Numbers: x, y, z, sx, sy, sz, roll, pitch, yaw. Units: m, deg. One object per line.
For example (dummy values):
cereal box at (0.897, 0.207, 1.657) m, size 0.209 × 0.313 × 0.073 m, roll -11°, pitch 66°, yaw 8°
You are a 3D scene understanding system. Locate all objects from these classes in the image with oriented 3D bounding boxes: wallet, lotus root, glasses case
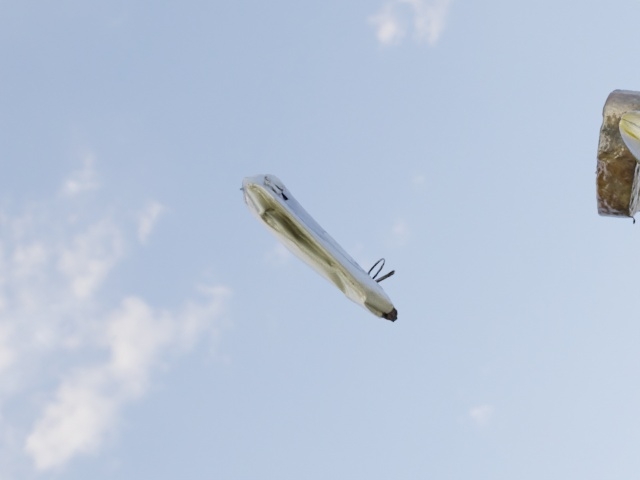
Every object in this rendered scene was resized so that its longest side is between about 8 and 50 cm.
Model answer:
wallet at (-0.001, 0.003, 1.578) m, size 0.275 × 0.335 × 0.068 m, roll 38°, pitch -87°, yaw -8°
lotus root at (0.480, -0.116, 1.772) m, size 0.170 × 0.074 × 0.260 m, roll -58°, pitch -31°, yaw -38°
glasses case at (0.467, -0.110, 1.528) m, size 0.064 × 0.079 × 0.234 m, roll -56°, pitch -37°, yaw 3°
